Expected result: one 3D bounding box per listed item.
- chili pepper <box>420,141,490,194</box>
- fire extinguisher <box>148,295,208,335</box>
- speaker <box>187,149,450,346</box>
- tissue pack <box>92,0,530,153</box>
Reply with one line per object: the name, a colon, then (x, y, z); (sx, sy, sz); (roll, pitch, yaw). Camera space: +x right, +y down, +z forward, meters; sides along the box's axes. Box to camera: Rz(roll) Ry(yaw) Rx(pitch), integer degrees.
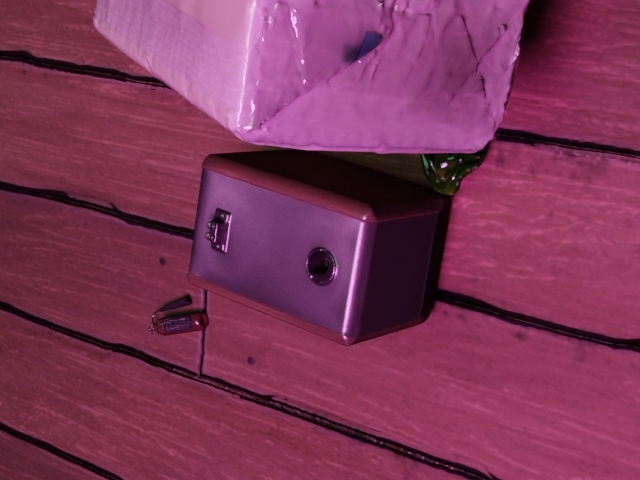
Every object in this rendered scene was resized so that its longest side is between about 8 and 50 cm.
chili pepper: (0.152, -0.176, 1.267); (0.100, 0.074, 0.257); (20, 113, 32)
fire extinguisher: (-0.193, 0.100, 1.604); (0.100, 0.032, 0.046); (-10, 101, 33)
speaker: (0.000, 0.000, 1.332); (0.231, 0.192, 0.153); (19, 107, 34)
tissue pack: (-0.021, -0.231, 1.186); (0.380, 0.297, 0.207); (37, 121, 51)
